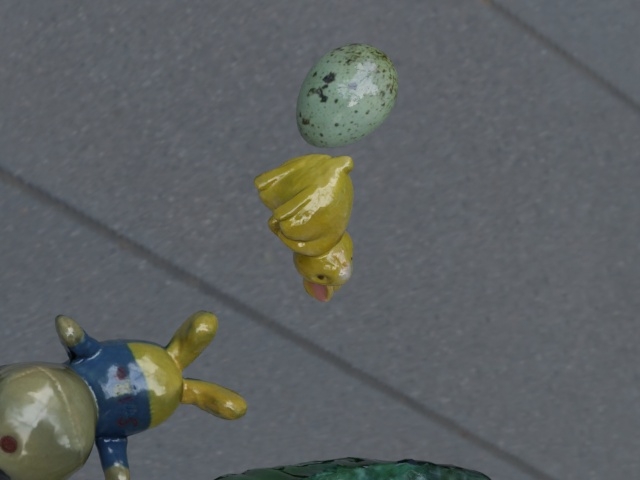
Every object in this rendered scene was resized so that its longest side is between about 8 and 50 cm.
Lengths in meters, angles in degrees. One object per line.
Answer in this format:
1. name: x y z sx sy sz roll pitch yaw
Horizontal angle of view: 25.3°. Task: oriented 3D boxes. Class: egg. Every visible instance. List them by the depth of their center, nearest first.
1. egg: 0.023 -0.133 1.331 0.085 0.085 0.110 31 103 -21

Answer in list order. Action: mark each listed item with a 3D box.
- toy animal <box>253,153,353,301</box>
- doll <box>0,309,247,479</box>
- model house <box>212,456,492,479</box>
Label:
1. toy animal: 0.004 0.000 1.224 0.083 0.070 0.159 -25 135 -8
2. doll: -0.132 0.090 0.755 0.179 0.089 0.102 -20 98 -7
3. model house: -0.075 0.220 0.575 0.184 0.291 0.253 3 80 -56
